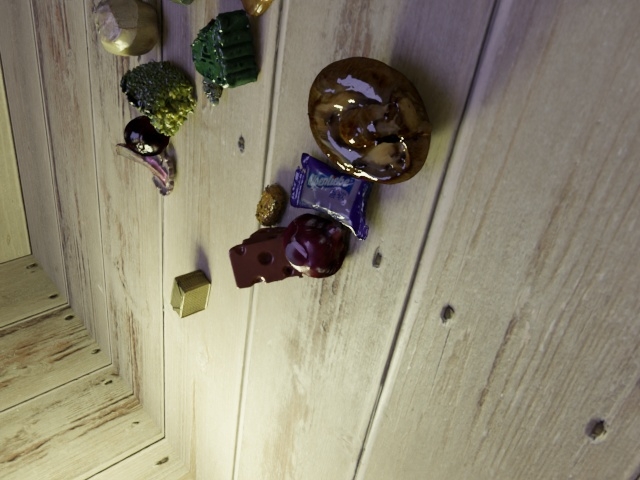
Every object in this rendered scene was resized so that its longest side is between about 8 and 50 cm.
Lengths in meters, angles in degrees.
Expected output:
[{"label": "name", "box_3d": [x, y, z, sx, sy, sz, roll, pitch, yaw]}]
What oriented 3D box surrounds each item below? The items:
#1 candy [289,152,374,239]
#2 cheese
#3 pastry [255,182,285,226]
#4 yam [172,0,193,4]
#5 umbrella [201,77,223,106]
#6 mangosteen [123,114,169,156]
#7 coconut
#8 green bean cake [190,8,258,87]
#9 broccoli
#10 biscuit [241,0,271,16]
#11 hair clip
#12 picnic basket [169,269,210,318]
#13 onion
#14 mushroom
[{"label": "candy", "box_3d": [0.027, -0.111, 1.563, 0.275, 0.070, 0.145, 27, 109, 42]}, {"label": "cheese", "box_3d": [-0.148, 0.041, 1.825, 0.177, 0.203, 0.128, -122, 18, -75]}, {"label": "pastry", "box_3d": [-0.141, -0.092, 1.818, 0.080, 0.056, 0.140, 59, 147, 33]}, {"label": "yam", "box_3d": [-0.420, -0.715, 1.843, 0.179, 0.078, 0.078, 32, 131, 39]}, {"label": "umbrella", "box_3d": [-0.312, -0.452, 1.851, 0.067, 0.062, 0.143, 8, 111, 56]}, {"label": "mangosteen", "box_3d": [-0.580, -0.358, 2.192, 0.153, 0.153, 0.152, 28, 129, 42]}, {"label": "coconut", "box_3d": [-0.583, -0.654, 2.000, 0.194, 0.194, 0.194, 28, 129, 42]}, {"label": "green bean cake", "box_3d": [-0.264, -0.510, 1.704, 0.208, 0.107, 0.193, 34, 144, 44]}, {"label": "broccoli", "box_3d": [-0.476, -0.450, 2.031, 0.180, 0.273, 0.242, -39, 58, 8]}, {"label": "biscuit", "box_3d": [-0.165, -0.694, 1.544, 0.376, 0.051, 0.269, -24, 87, 55]}, {"label": "hair clip", "box_3d": [-0.608, -0.276, 2.322, 0.300, 0.069, 0.172, 33, 134, 25]}, {"label": "picnic basket", "box_3d": [-0.468, 0.192, 2.344, 0.079, 0.115, 0.164, 49, 140, 29]}, {"label": "onion", "box_3d": [-0.012, 0.005, 1.632, 0.173, 0.135, 0.198, 57, 141, 11]}, {"label": "mushroom", "box_3d": [0.109, -0.236, 1.294, 0.283, 0.195, 0.263, 33, 142, 61]}]
